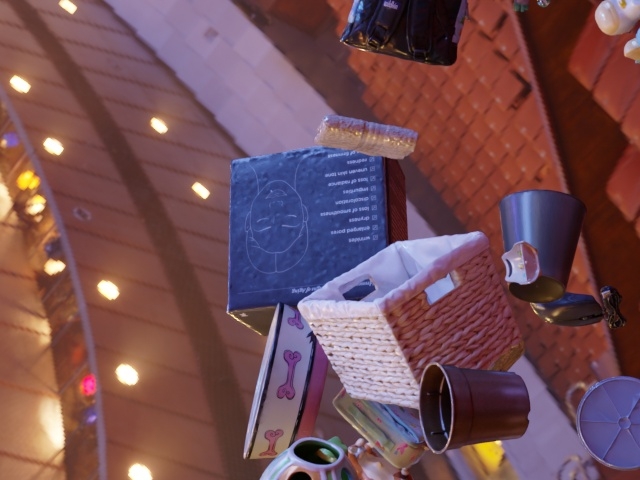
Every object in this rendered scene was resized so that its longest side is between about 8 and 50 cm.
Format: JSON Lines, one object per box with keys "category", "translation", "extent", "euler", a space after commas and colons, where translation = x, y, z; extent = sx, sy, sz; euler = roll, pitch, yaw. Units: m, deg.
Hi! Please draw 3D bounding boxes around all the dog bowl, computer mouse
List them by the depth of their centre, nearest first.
{"category": "dog bowl", "translation": [-0.081, 0.371, 2.297], "extent": [0.150, 0.408, 0.408], "euler": [13, -155, -5]}
{"category": "computer mouse", "translation": [0.727, 0.200, 2.573], "extent": [0.188, 0.272, 0.072], "euler": [59, -135, -43]}

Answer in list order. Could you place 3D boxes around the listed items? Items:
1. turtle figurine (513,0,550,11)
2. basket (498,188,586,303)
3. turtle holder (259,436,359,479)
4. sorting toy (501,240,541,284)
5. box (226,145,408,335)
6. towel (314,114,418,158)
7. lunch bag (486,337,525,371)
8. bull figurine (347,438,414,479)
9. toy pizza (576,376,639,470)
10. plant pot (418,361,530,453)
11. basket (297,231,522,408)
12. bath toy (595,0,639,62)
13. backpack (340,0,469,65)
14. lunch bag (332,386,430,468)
{"category": "turtle figurine", "translation": [0.460, -0.603, 2.021], "extent": [0.175, 0.118, 0.234], "euler": [42, 170, 1]}
{"category": "basket", "translation": [0.508, 0.018, 2.070], "extent": [0.154, 0.204, 0.227], "euler": [75, -158, -55]}
{"category": "turtle holder", "translation": [-0.004, 0.558, 1.966], "extent": [0.320, 0.227, 0.243], "euler": [-3, -162, -44]}
{"category": "sorting toy", "translation": [0.388, 0.049, 1.757], "extent": [0.045, 0.075, 0.083], "euler": [0, -102, -39]}
{"category": "box", "translation": [0.000, 0.000, 2.599], "extent": [0.297, 0.480, 0.471], "euler": [50, -143, -63]}
{"category": "towel", "translation": [0.085, -0.204, 1.803], "extent": [0.187, 0.049, 0.282], "euler": [10, -179, -3]}
{"category": "lunch bag", "translation": [0.400, 0.312, 2.361], "extent": [0.169, 0.235, 0.287], "euler": [47, 176, -10]}
{"category": "bull figurine", "translation": [0.200, 0.682, 2.583], "extent": [0.310, 0.188, 0.101], "euler": [26, -124, 18]}
{"category": "toy pizza", "translation": [0.664, 0.400, 1.961], "extent": [0.201, 0.201, 0.032], "euler": [50, -177, 17]}
{"category": "plant pot", "translation": [0.288, 0.307, 1.664], "extent": [0.165, 0.167, 0.167], "euler": [1, -144, -16]}
{"category": "basket", "translation": [0.193, 0.171, 1.943], "extent": [0.328, 0.331, 0.266], "euler": [-30, -77, -30]}
{"category": "bath toy", "translation": [0.616, -0.541, 1.848], "extent": [0.129, 0.151, 0.348], "euler": [28, -138, -64]}
{"category": "backpack", "translation": [0.229, -0.624, 2.146], "extent": [0.290, 0.355, 0.273], "euler": [12, -159, 9]}
{"category": "lunch bag", "translation": [0.175, 0.495, 2.445], "extent": [0.279, 0.108, 0.224], "euler": [40, -173, 23]}
